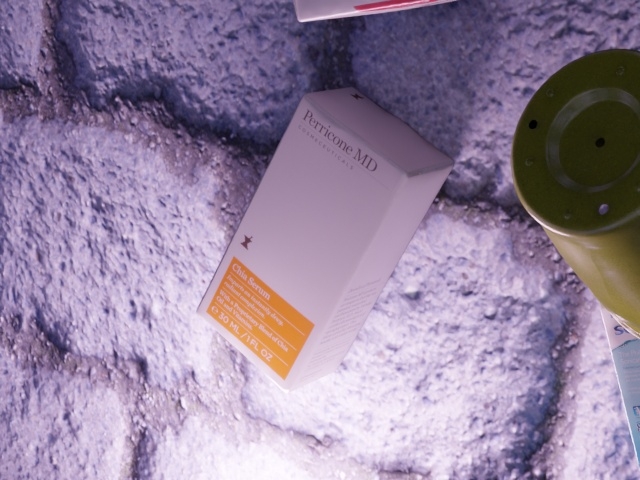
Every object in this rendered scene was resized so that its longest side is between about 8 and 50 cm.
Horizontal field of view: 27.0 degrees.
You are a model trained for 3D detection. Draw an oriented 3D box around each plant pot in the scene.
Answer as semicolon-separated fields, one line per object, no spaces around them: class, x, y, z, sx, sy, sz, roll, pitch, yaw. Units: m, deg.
plant pot;0.425;-0.069;1.692;0.366;0.353;0.366;-15;65;35

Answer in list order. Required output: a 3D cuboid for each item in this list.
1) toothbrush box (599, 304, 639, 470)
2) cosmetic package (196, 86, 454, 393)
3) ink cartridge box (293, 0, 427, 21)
toothbrush box;0.546;0.202;1.883;0.216;0.126;0.296;-14;92;36
cosmetic package;0.000;0.000;2.191;0.230;0.161;0.453;39;118;22
ink cartridge box;0.127;-0.402;1.929;0.226;0.306;0.131;-4;98;35
